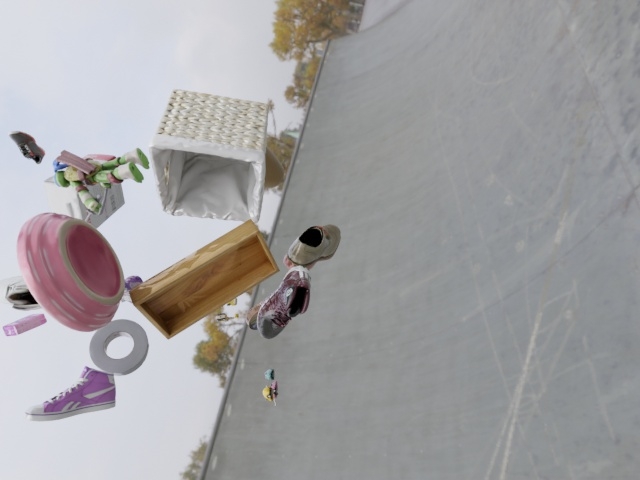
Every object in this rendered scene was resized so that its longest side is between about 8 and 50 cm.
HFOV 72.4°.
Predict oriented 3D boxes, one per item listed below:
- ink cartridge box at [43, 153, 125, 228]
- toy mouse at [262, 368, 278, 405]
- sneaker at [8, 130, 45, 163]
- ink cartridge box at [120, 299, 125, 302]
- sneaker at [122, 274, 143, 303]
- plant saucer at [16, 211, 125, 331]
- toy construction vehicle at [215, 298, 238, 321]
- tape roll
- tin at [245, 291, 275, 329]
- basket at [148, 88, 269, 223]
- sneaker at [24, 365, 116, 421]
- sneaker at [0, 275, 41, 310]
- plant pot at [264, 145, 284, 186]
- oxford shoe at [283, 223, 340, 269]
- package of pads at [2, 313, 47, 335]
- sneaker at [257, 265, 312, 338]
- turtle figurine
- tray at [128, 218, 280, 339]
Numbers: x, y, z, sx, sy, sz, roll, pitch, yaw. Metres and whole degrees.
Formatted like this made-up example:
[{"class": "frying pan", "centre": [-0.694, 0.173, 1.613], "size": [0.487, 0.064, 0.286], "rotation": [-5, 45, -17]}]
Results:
[{"class": "ink cartridge box", "centre": [-0.910, -0.183, 1.711], "size": [0.306, 0.131, 0.226], "rotation": [-77, -7, -61]}, {"class": "toy mouse", "centre": [-0.181, 0.523, 1.594], "size": [0.143, 0.031, 0.161], "rotation": [-84, -14, -56]}, {"class": "sneaker", "centre": [-1.063, -0.334, 1.589], "size": [0.158, 0.061, 0.065], "rotation": [68, -168, -64]}, {"class": "ink cartridge box", "centre": [-0.832, 0.232, 1.848], "size": [0.083, 0.028, 0.048], "rotation": [-41, -66, -77]}, {"class": "sneaker", "centre": [-0.771, 0.183, 1.763], "size": [0.236, 0.095, 0.105], "rotation": [69, -154, -66]}, {"class": "plant saucer", "centre": [-0.624, 0.070, 1.142], "size": [0.332, 0.084, 0.332], "rotation": [-25, -90, -87]}, {"class": "toy construction vehicle", "centre": [-0.333, 0.242, 1.531], "size": [0.035, 0.098, 0.086], "rotation": [65, -165, -56]}, {"class": "tape roll", "centre": [-0.817, 0.436, 1.785], "size": [0.072, 0.219, 0.219], "rotation": [119, 165, -58]}, {"class": "tin", "centre": [-0.193, 0.259, 1.638], "size": [0.040, 0.189, 0.106], "rotation": [47, 165, 35]}, {"class": "basket", "centre": [-0.338, -0.260, 1.398], "size": [0.328, 0.331, 0.267], "rotation": [107, 166, -55]}, {"class": "sneaker", "centre": [-0.863, 0.523, 1.519], "size": [0.102, 0.282, 0.161], "rotation": [-6, 84, 44]}, {"class": "sneaker", "centre": [-0.980, 0.168, 1.429], "size": [0.169, 0.292, 0.108], "rotation": [57, -144, -82]}, {"class": "plant pot", "centre": [-0.285, -0.329, 1.903], "size": [0.254, 0.237, 0.237], "rotation": [23, -104, -50]}, {"class": "oxford shoe", "centre": [0.000, 0.000, 1.611], "size": [0.348, 0.123, 0.130], "rotation": [-41, -19, -56]}, {"class": "package of pads", "centre": [-0.752, 0.214, 1.115], "size": [0.083, 0.050, 0.032], "rotation": [-33, -68, -66]}, {"class": "sneaker", "centre": [-0.116, 0.222, 1.365], "size": [0.281, 0.106, 0.162], "rotation": [-61, 17, 16]}, {"class": "turtle figurine", "centre": [-0.655, -0.161, 1.351], "size": [0.198, 0.266, 0.275], "rotation": [-53, -54, -80]}, {"class": "tray", "centre": [-0.345, 0.120, 1.353], "size": [0.076, 0.410, 0.203], "rotation": [50, 166, 42]}]
